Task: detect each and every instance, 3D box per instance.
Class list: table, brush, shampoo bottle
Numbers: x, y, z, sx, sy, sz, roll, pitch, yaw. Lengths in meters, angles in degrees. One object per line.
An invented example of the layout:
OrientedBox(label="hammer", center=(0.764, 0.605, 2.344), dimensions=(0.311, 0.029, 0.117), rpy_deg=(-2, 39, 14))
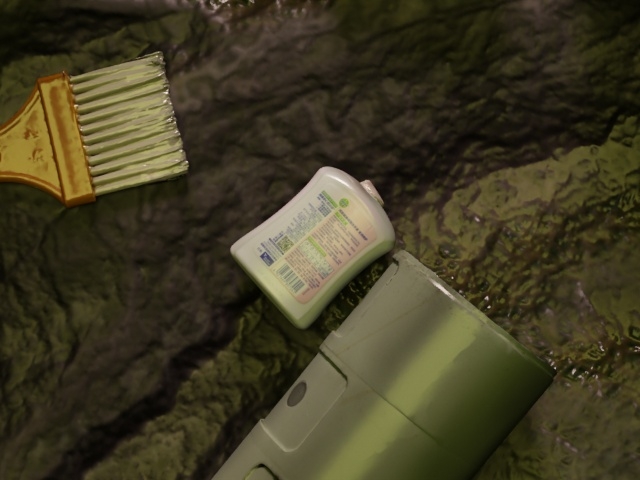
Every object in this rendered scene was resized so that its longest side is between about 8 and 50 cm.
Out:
OrientedBox(label="table", center=(0.029, 0.128, 1.110), dimensions=(0.126, 0.126, 0.220), rpy_deg=(39, 90, 6))
OrientedBox(label="brush", center=(-0.247, -0.048, 1.200), dimensions=(0.314, 0.017, 0.090), rpy_deg=(-13, 85, 4))
OrientedBox(label="shampoo bottle", center=(0.000, 0.000, 1.163), dimensions=(0.099, 0.043, 0.072), rpy_deg=(-43, 84, -1))
